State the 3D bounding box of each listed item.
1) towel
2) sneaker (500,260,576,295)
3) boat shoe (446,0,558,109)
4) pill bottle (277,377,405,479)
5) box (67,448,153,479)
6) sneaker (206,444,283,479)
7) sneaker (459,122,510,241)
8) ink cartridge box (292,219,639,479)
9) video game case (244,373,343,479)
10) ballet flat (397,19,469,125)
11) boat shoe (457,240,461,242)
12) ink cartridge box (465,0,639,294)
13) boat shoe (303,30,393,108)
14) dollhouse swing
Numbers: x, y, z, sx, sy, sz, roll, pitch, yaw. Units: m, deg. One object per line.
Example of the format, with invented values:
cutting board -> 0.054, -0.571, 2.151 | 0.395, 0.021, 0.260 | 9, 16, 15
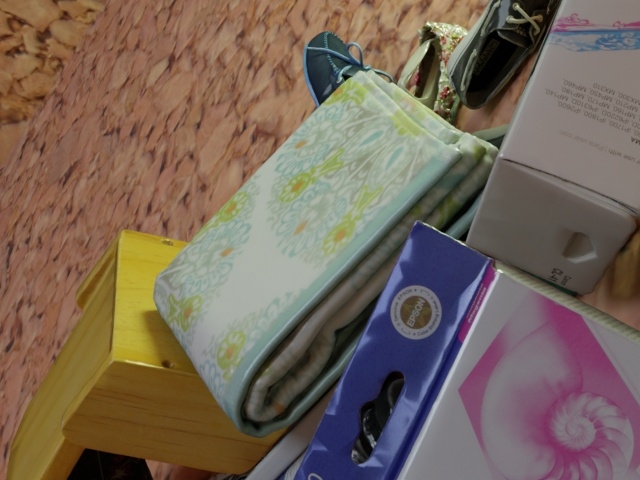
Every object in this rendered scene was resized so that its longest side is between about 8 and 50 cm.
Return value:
towel -> 0.000, 0.000, 1.709 | 0.374, 0.090, 0.320 | -46, 27, 2
sneaker -> 0.184, 0.047, 1.568 | 0.223, 0.083, 0.098 | -59, 20, 10
boat shoe -> 0.217, -0.241, 1.796 | 0.219, 0.078, 0.070 | -60, 23, 27
pill bottle -> 0.039, 0.239, 1.610 | 0.219, 0.123, 0.123 | -48, 29, 29
box -> -0.265, 0.374, 1.980 | 0.163, 0.142, 0.247 | -19, 28, -5
sneaker -> -0.100, 0.307, 1.886 | 0.170, 0.063, 0.075 | -43, 25, 28
sneaker -> 0.212, -0.057, 1.632 | 0.222, 0.083, 0.118 | -18, 58, 65
ink cartridge box -> 0.136, 0.197, 1.249 | 0.324, 0.330, 0.071 | -66, -18, 9
video game case -> 0.025, 0.154, 1.714 | 0.227, 0.026, 0.206 | -49, -4, 29
ballet flat -> 0.116, -0.149, 1.894 | 0.091, 0.077, 0.241 | -17, 52, 57
boat shoe -> 0.072, -0.005, 1.840 | 0.226, 0.076, 0.083 | -12, 55, 60
ink cartridge box -> 0.249, -0.136, 1.424 | 0.226, 0.131, 0.306 | 96, -162, -70
boat shoe -> 0.053, -0.176, 2.046 | 0.089, 0.109, 0.258 | -42, 48, 26
dollhouse swing -> -0.193, 0.204, 1.945 | 0.347, 0.315, 0.305 | -104, 28, -66
